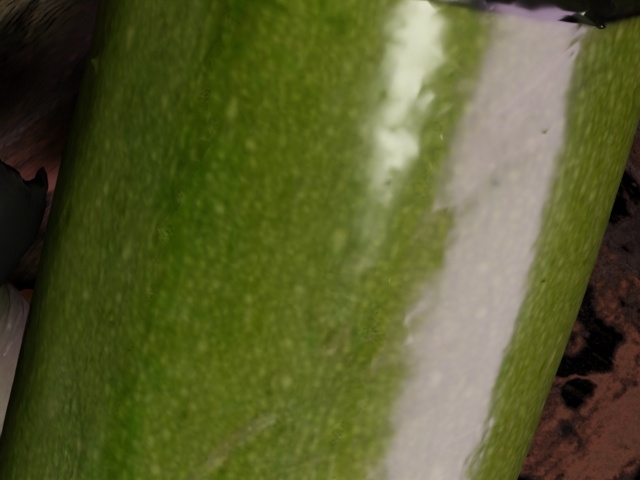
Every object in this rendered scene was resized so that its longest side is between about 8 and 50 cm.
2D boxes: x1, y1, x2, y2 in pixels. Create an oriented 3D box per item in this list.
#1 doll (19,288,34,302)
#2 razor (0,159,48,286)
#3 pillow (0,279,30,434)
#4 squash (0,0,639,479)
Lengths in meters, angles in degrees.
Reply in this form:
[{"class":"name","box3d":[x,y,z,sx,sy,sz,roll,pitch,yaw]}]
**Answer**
[{"class":"doll","box3d":[-0.327,0.154,1.188,0.365,0.094,0.160,-41,170,-26]},{"class":"razor","box3d":[-0.272,0.067,0.863,0.349,0.113,0.204,-43,170,-3]},{"class":"pillow","box3d":[-0.222,0.066,1.093,0.134,0.078,0.181,-52,155,-12]},{"class":"squash","box3d":[0.000,0.000,0.905,0.263,0.263,0.384,-34,145,-55]}]
